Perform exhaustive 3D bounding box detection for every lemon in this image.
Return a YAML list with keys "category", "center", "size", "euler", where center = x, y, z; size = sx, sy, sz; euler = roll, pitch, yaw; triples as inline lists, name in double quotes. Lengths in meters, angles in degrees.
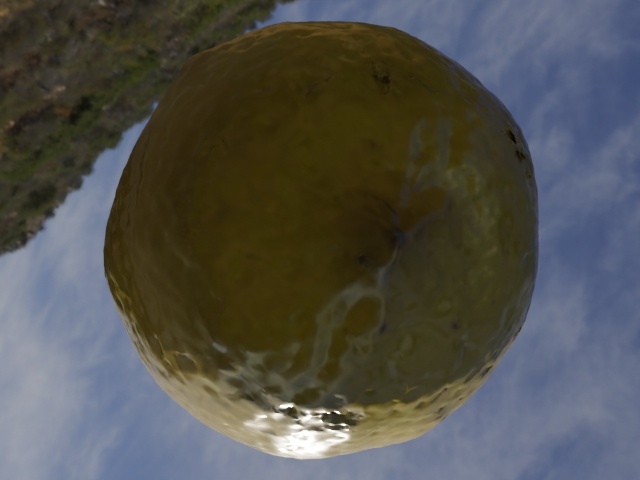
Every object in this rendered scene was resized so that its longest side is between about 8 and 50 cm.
- category: "lemon"
  center: [0.000, -0.001, 0.653]
  size: [0.336, 0.336, 0.336]
  euler: [-32, -135, 39]
